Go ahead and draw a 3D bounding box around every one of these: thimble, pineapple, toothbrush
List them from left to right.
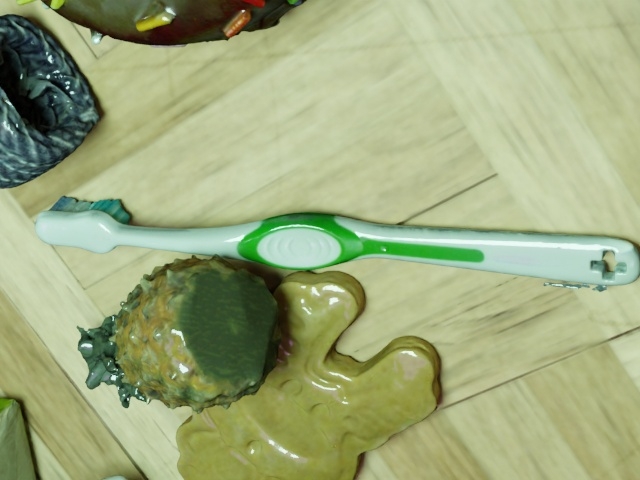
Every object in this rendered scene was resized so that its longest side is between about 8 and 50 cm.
[{"bbox_3d":[-0.207,-0.091,0.879,0.066,0.095,0.104,-24,120,33],"label":"thimble"},{"bbox_3d":[-0.112,0.068,0.914,0.198,0.108,0.108,-13,112,52],"label":"pineapple"},{"bbox_3d":[-0.002,0.003,0.877,0.418,0.040,0.042,5,121,20],"label":"toothbrush"}]

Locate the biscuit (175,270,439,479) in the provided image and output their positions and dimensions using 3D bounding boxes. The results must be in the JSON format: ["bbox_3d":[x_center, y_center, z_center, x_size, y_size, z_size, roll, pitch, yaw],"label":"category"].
[{"bbox_3d":[-0.024,0.122,0.957,0.144,0.040,0.236,45,122,2],"label":"biscuit"}]

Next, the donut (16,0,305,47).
[{"bbox_3d":[-0.100,-0.230,0.758,0.270,0.103,0.269,9,117,17],"label":"donut"}]

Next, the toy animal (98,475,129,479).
[{"bbox_3d":[-0.121,0.332,1.037,0.208,0.154,0.325,-12,116,34],"label":"toy animal"}]

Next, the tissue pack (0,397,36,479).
[{"bbox_3d":[-0.380,0.231,1.078,0.275,0.167,0.200,4,116,22],"label":"tissue pack"}]
